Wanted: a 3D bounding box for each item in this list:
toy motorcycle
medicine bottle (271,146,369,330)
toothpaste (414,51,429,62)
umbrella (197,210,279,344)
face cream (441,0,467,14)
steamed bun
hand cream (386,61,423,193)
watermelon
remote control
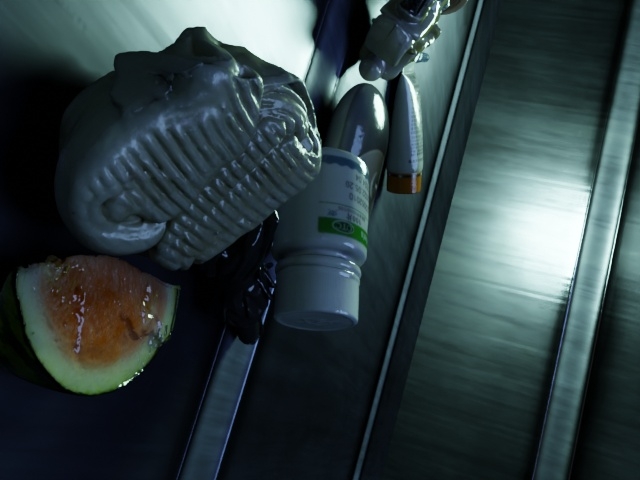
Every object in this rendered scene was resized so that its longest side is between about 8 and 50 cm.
[{"bbox_3d":[0.153,-0.385,1.140,0.223,0.108,0.340,-52,179,12],"label":"toy motorcycle"},{"bbox_3d":[0.000,0.000,0.868,0.139,0.139,0.236,60,29,-65],"label":"medicine bottle"},{"bbox_3d":[0.265,-0.481,1.615,0.140,0.021,0.037,-31,132,-64],"label":"toothpaste"},{"bbox_3d":[-0.102,0.043,0.765,0.340,0.118,0.118,91,19,-57],"label":"umbrella"},{"bbox_3d":[0.258,-0.575,1.318,0.149,0.149,0.104,69,39,-60],"label":"face cream"},{"bbox_3d":[-0.122,-0.088,0.526,0.218,0.144,0.211,-44,152,-1],"label":"steamed bun"},{"bbox_3d":[0.208,-0.270,1.487,0.140,0.089,0.314,-35,131,-66],"label":"hand cream"},{"bbox_3d":[-0.191,0.069,0.517,0.245,0.063,0.119,28,82,-73],"label":"watermelon"},{"bbox_3d":[0.050,-0.112,1.082,0.221,0.104,0.331,35,68,-75],"label":"remote control"}]
